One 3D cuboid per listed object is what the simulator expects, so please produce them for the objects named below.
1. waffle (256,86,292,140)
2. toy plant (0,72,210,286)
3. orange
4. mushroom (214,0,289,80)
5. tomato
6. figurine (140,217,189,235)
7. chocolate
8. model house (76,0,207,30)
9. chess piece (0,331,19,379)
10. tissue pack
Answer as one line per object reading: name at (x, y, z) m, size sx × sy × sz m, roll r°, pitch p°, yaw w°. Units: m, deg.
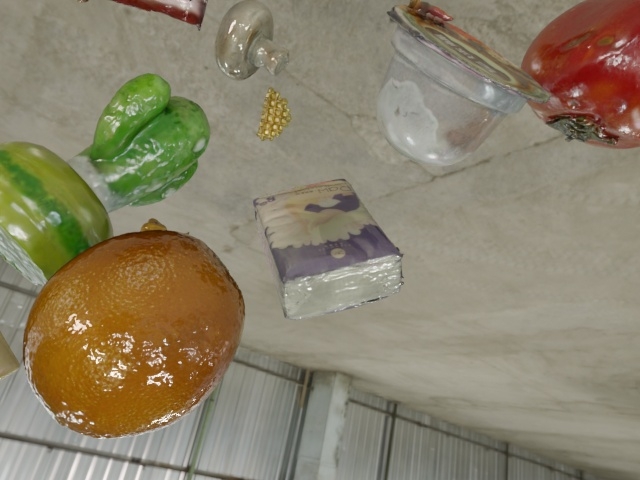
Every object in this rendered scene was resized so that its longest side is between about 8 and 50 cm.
waffle at (-0.200, -0.491, 1.902) m, size 0.192 × 0.046 × 0.161 m, roll -40°, pitch 97°, yaw 15°
toy plant at (-0.279, -0.094, 0.636) m, size 0.184 × 0.316 × 0.224 m, roll 36°, pitch 145°, yaw 11°
orange at (-0.173, 0.085, 0.469) m, size 0.205 × 0.206 × 0.206 m, roll 9°, pitch 155°, yaw 4°
mushroom at (-0.199, -0.594, 1.475) m, size 0.243 × 0.244 × 0.243 m, roll 9°, pitch 155°, yaw 4°
tomato at (0.569, -0.324, 0.915) m, size 0.293 × 0.290 × 0.325 m, roll 31°, pitch -176°, yaw -17°
figurine at (-0.453, 0.014, 1.408) m, size 0.121 × 0.122 × 0.176 m, roll -31°, pitch 131°, yaw 19°
chocolate at (0.141, -0.168, 0.568) m, size 0.221 × 0.221 × 0.147 m, roll 19°, pitch 131°, yaw -16°
model house at (-0.236, -0.375, 0.513) m, size 0.253 × 0.160 × 0.196 m, roll 6°, pitch 145°, yaw -23°
chess piece at (-0.388, 0.063, 0.487) m, size 0.090 × 0.090 × 0.200 m, roll -29°, pitch 93°, yaw 54°
tissue pack at (0.000, 0.000, 1.032) m, size 0.242 × 0.344 × 0.125 m, roll -13°, pitch 126°, yaw -10°
